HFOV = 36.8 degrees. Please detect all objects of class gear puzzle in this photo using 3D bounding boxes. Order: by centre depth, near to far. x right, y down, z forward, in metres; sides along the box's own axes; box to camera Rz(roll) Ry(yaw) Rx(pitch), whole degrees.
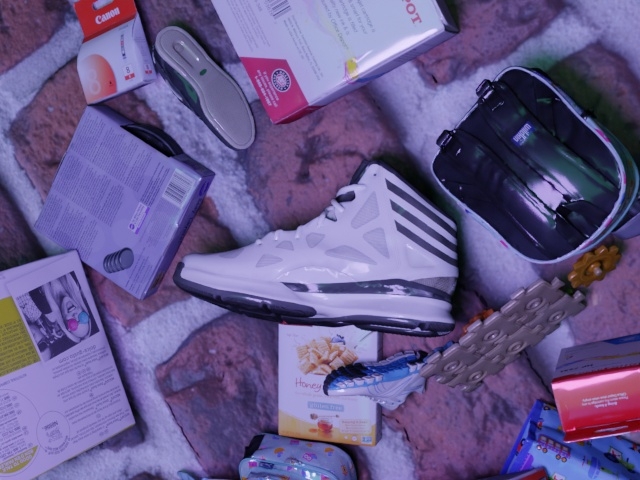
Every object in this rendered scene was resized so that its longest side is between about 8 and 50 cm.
[{"bbox_3d":[0.299,0.106,1.437,0.339,0.175,0.044,-41,52,20],"label":"gear puzzle"}]

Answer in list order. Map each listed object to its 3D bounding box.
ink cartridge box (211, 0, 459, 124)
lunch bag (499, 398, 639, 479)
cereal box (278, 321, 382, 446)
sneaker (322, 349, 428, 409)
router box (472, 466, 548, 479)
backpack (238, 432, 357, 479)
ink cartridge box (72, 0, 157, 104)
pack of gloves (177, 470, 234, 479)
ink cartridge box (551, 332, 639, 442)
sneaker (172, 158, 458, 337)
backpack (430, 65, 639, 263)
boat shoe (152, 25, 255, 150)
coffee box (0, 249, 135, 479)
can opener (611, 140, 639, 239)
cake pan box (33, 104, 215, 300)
[{"bbox_3d":[0.023,-0.343,1.462,0.306,0.131,0.226,-25,90,19],"label":"ink cartridge box"},{"bbox_3d":[0.372,0.434,1.489,0.221,0.138,0.293,25,115,10],"label":"lunch bag"},{"bbox_3d":[0.016,0.214,1.600,0.173,0.047,0.240,2,100,18],"label":"cereal box"},{"bbox_3d":[0.093,0.235,1.523,0.191,0.071,0.082,-8,107,-24],"label":"sneaker"},{"bbox_3d":[0.231,0.520,1.445,0.335,0.082,0.301,-27,75,44],"label":"router box"},{"bbox_3d":[-0.037,0.418,1.597,0.188,0.144,0.165,1,114,9],"label":"backpack"},{"bbox_3d":[-0.358,-0.333,1.615,0.145,0.045,0.179,-13,98,37],"label":"ink cartridge box"},{"bbox_3d":[-0.195,0.500,1.653,0.232,0.046,0.195,-10,97,55],"label":"pack of gloves"},{"bbox_3d":[0.408,0.207,1.372,0.134,0.231,0.078,-15,94,20],"label":"ink cartridge box"},{"bbox_3d":[0.001,0.000,1.513,0.448,0.169,0.257,6,78,11],"label":"sneaker"},{"bbox_3d":[0.316,-0.096,1.368,0.253,0.191,0.225,48,113,22],"label":"backpack"},{"bbox_3d":[-0.193,-0.244,1.591,0.233,0.084,0.079,51,148,-3],"label":"boat shoe"},{"bbox_3d":[-0.586,0.244,1.620,0.338,0.338,0.334,-17,93,33],"label":"coffee box"},{"bbox_3d":[0.510,-0.121,1.383,0.095,0.076,0.283,34,110,-24],"label":"can opener"},{"bbox_3d":[-0.341,-0.071,1.661,0.246,0.070,0.266,30,107,9],"label":"cake pan box"}]
